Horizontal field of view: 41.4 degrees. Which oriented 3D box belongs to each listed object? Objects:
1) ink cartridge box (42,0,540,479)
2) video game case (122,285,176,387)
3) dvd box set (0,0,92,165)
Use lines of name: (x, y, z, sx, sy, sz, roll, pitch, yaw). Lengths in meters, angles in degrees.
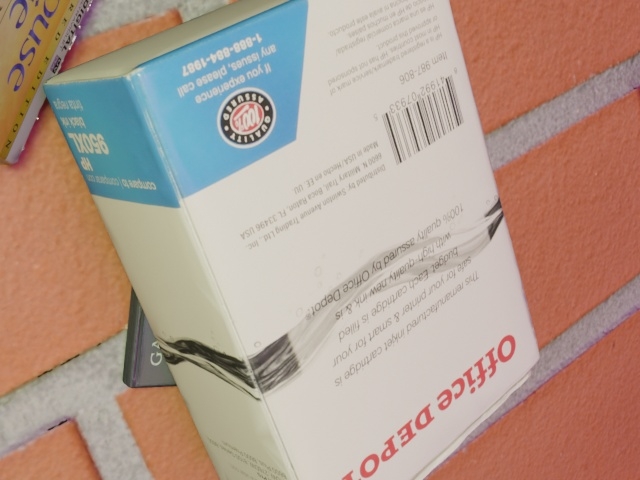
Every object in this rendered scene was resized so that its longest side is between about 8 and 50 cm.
ink cartridge box: (0.000, 0.000, 0.701, 0.285, 0.166, 0.395, -32, 114, -31)
video game case: (-0.046, 0.037, 0.803, 0.274, 0.026, 0.196, 4, 94, -34)
dvd box set: (-0.196, -0.226, 0.452, 0.062, 0.420, 0.307, 21, 82, 1)
